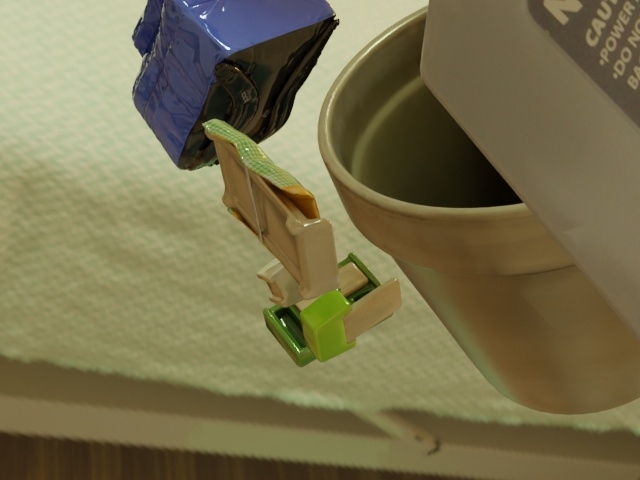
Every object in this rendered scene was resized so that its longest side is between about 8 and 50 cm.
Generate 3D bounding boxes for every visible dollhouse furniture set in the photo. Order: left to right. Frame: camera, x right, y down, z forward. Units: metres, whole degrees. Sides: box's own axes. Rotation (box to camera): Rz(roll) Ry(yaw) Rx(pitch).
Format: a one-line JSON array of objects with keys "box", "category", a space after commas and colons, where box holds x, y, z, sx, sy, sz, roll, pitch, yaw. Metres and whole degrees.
[{"box": [0.000, 0.000, 0.612, 0.059, 0.151, 0.076, -32, 57, -16], "category": "dollhouse furniture set"}]

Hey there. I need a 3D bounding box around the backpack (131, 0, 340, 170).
[{"box": [-0.058, -0.108, 0.776, 0.098, 0.120, 0.101, -21, 64, -32], "category": "backpack"}]

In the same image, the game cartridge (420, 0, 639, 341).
[{"box": [0.119, -0.117, 0.295, 0.060, 0.294, 0.196, -9, 47, -34], "category": "game cartridge"}]

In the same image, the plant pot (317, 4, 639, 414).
[{"box": [0.188, -0.021, 1.072, 0.323, 0.280, 0.323, -13, 38, 11], "category": "plant pot"}]
